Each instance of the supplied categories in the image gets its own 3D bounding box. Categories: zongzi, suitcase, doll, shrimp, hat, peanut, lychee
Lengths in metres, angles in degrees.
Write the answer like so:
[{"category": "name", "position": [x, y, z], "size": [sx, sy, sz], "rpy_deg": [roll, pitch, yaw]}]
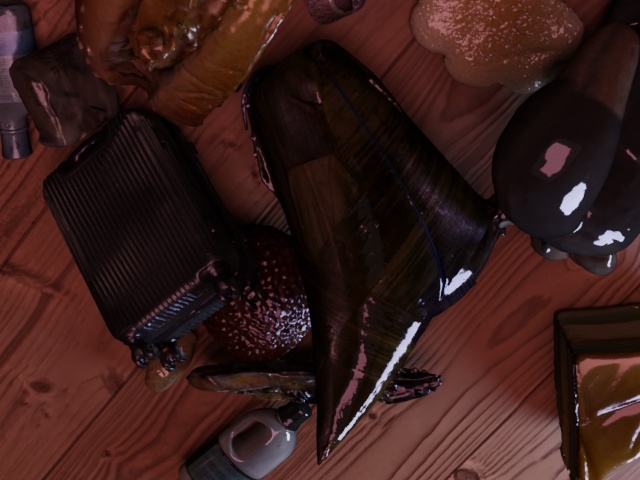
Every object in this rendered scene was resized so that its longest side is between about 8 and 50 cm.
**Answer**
[{"category": "zongzi", "position": [0.000, 0.000, 1.470], "size": [0.403, 0.432, 0.208], "rpy_deg": [47, 149, -15]}, {"category": "suitcase", "position": [-0.220, -0.004, 1.520], "size": [0.202, 0.128, 0.312], "rpy_deg": [-38, 68, 15]}, {"category": "doll", "position": [0.384, -0.141, 1.424], "size": [0.252, 0.378, 0.382], "rpy_deg": [30, 93, 10]}, {"category": "shrimp", "position": [-0.007, 0.198, 1.648], "size": [0.365, 0.233, 0.071], "rpy_deg": [2, 83, 0]}, {"category": "hat", "position": [0.021, -0.317, 1.514], "size": [0.087, 0.042, 0.058], "rpy_deg": [-3, 116, 38]}, {"category": "peanut", "position": [-0.221, 0.177, 1.722], "size": [0.054, 0.054, 0.113], "rpy_deg": [34, 107, -15]}, {"category": "lychee", "position": [-0.089, 0.072, 1.612], "size": [0.194, 0.194, 0.194], "rpy_deg": [0, 114, -1]}]

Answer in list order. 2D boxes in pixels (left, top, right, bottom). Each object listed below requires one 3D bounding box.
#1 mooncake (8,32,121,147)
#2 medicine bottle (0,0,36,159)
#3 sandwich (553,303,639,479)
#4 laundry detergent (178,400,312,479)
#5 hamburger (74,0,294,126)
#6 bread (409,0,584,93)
[{"category": "mooncake", "position": [-0.333, -0.196, 1.521], "size": [0.073, 0.125, 0.130], "rpy_deg": [1, 119, 37]}, {"category": "medicine bottle", "position": [-0.415, -0.211, 1.540], "size": [0.090, 0.053, 0.208], "rpy_deg": [-3, 116, -2]}, {"category": "sandwich", "position": [0.452, 0.225, 1.697], "size": [0.198, 0.155, 0.227], "rpy_deg": [-6, 114, 2]}, {"category": "laundry detergent", "position": [-0.106, 0.316, 1.774], "size": [0.226, 0.070, 0.099], "rpy_deg": [-40, 105, 16]}, {"category": "hamburger", "position": [-0.139, -0.339, 1.368], "size": [0.268, 0.287, 0.445], "rpy_deg": [31, 108, -12]}, {"category": "bread", "position": [0.219, -0.293, 1.524], "size": [0.182, 0.039, 0.251], "rpy_deg": [-40, 110, 15]}]
